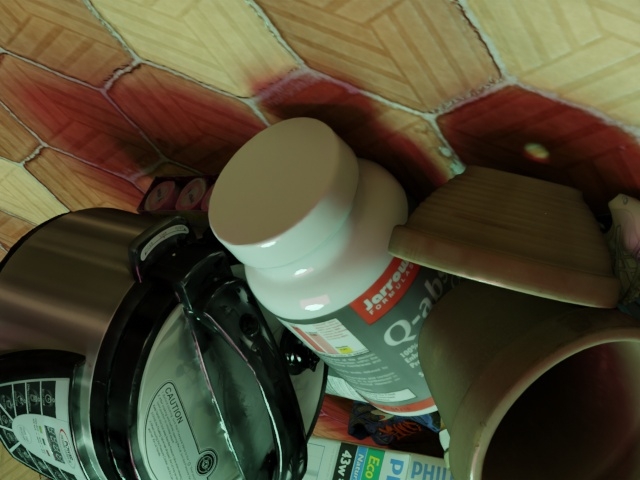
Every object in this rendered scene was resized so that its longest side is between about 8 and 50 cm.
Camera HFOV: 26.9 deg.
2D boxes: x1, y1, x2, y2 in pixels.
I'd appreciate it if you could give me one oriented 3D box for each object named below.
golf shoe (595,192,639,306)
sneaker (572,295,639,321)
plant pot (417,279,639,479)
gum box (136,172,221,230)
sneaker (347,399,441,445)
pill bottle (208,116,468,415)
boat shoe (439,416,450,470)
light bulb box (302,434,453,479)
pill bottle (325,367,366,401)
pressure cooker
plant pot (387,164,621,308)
[{"bbox_3d":[0.321,0.004,1.388,0.086,0.069,0.176,42,160,18],"label":"golf shoe"},{"bbox_3d":[0.379,0.118,1.496,0.262,0.125,0.104,40,131,34],"label":"sneaker"},{"bbox_3d":[0.218,0.150,1.431,0.263,0.263,0.229,45,-177,-39],"label":"plant pot"},{"bbox_3d":[-0.148,-0.034,1.810,0.188,0.062,0.107,2,148,48],"label":"gum box"},{"bbox_3d":[0.127,0.309,2.258,0.083,0.087,0.221,37,157,-27],"label":"sneaker"},{"bbox_3d":[0.042,0.035,1.548,0.210,0.210,0.363,6,152,42],"label":"pill bottle"},{"bbox_3d":[0.268,0.305,2.057,0.113,0.103,0.302,-19,158,19],"label":"boat shoe"},{"bbox_3d":[0.122,0.479,2.345,0.358,0.225,0.361,19,169,-41],"label":"light bulb box"},{"bbox_3d":[0.061,0.139,1.839,0.283,0.161,0.161,7,152,40],"label":"pill bottle"},{"bbox_3d":[-0.193,0.153,1.694,0.420,0.376,0.370,13,173,40],"label":"pressure cooker"},{"bbox_3d":[0.194,-0.011,1.352,0.237,0.110,0.237,13,-178,-1],"label":"plant pot"}]
